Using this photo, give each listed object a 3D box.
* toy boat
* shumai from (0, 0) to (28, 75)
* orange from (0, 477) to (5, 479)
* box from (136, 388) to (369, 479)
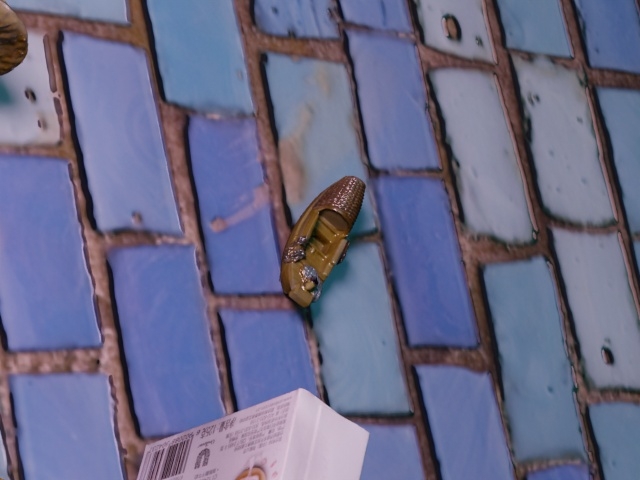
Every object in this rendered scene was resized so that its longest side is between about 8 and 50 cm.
[{"bbox_3d":[0.000,0.000,1.752,0.047,0.049,0.149,42,50,-21],"label":"toy boat"},{"bbox_3d":[-0.300,-0.191,1.533,0.139,0.123,0.105,7,55,-24],"label":"shumai"},{"bbox_3d":[-0.269,0.295,1.220,0.341,0.293,0.340,17,61,-33],"label":"orange"},{"bbox_3d":[-0.064,0.208,1.501,0.081,0.199,0.135,33,53,-28],"label":"box"}]
